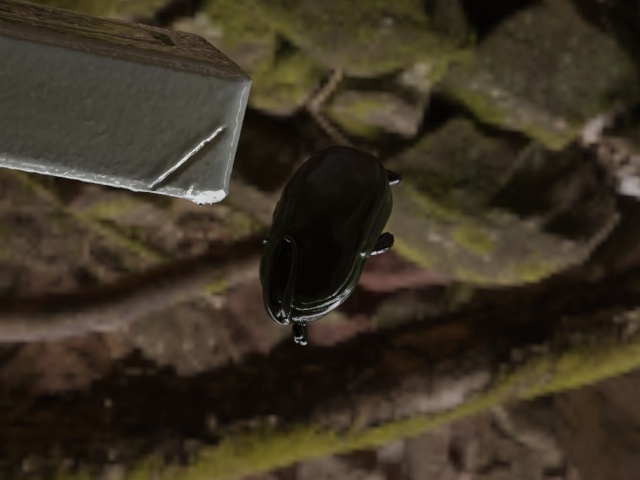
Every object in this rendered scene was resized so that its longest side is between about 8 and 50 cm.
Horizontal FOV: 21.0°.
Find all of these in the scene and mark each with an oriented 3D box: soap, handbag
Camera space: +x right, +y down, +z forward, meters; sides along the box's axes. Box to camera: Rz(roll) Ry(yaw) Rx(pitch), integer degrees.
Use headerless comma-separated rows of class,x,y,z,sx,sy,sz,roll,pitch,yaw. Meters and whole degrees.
soap,-0.130,-0.066,0.722,0.183,0.064,0.121,9,-170,-15
handbag,0.000,0.000,0.933,0.072,0.111,0.047,16,163,19
